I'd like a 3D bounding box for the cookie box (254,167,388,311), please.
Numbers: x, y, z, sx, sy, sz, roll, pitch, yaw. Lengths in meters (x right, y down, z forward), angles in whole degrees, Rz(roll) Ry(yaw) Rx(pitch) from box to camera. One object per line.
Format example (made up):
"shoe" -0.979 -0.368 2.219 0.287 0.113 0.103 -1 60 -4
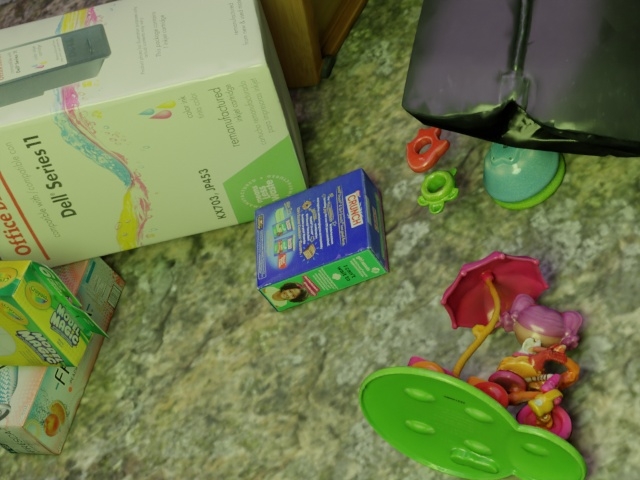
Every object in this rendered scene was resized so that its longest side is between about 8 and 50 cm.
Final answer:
"cookie box" 0.000 0.000 1.432 0.107 0.040 0.092 -21 47 20

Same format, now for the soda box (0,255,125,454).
"soda box" -0.241 0.098 1.506 0.063 0.058 0.183 -2 55 32

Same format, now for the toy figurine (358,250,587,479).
"toy figurine" 0.138 0.082 1.241 0.173 0.130 0.159 17 56 18

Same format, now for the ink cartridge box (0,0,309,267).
"ink cartridge box" -0.203 -0.087 1.453 0.353 0.207 0.119 -13 54 4

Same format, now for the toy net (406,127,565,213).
"toy net" 0.132 -0.115 1.435 0.122 0.045 0.232 -23 45 20

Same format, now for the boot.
"boot" 0.268 -0.281 1.282 0.367 0.146 0.445 7 78 31

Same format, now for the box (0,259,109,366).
"box" -0.276 0.064 1.437 0.179 0.105 0.043 -4 49 31

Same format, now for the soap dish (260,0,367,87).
"soap dish" -0.001 -0.298 1.543 0.118 0.229 0.291 24 71 15
